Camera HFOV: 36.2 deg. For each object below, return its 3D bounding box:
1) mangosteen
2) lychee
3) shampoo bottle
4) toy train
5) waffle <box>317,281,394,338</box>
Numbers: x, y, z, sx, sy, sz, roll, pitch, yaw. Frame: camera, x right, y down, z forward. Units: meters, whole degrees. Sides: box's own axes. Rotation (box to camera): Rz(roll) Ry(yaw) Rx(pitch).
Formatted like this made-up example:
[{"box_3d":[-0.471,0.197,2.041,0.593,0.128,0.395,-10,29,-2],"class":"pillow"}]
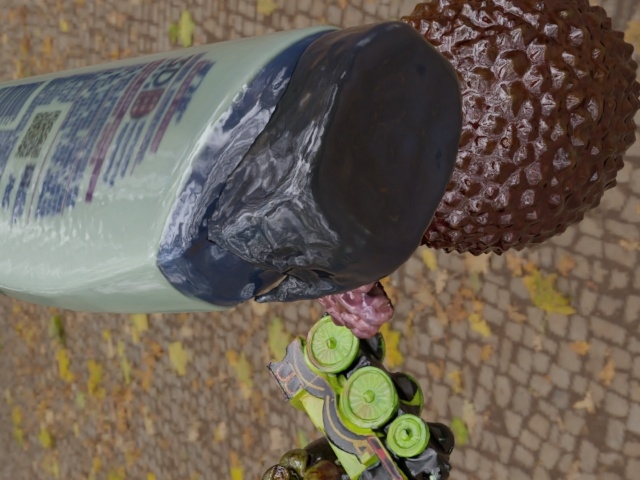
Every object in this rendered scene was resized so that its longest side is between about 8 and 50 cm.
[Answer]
[{"box_3d":[0.021,0.583,2.222,0.297,0.313,0.297,179,90,-90],"class":"mangosteen"},{"box_3d":[0.166,-0.121,0.960,0.276,0.275,0.304,64,147,26],"class":"lychee"},{"box_3d":[-0.098,-0.028,0.479,0.359,0.078,0.134,4,61,47],"class":"shampoo bottle"},{"box_3d":[0.055,0.230,1.312,0.160,0.100,0.296,-44,54,10],"class":"toy train"},{"box_3d":[0.000,0.000,1.019,0.234,0.055,0.221,62,170,-9],"class":"waffle"}]
